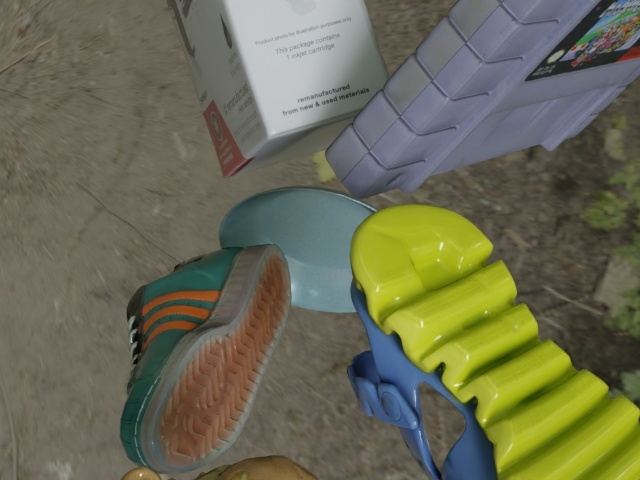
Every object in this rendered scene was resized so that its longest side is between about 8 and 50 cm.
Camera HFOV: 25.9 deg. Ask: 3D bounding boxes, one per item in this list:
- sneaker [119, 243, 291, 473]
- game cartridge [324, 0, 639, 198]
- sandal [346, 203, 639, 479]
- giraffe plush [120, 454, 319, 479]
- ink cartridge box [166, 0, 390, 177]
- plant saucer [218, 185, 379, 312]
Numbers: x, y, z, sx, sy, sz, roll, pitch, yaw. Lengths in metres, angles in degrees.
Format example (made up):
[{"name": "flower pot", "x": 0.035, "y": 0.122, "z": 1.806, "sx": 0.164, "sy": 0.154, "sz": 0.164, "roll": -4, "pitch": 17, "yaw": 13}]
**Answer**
[{"name": "sneaker", "x": -0.122, "y": 0.102, "z": 1.215, "sx": 0.121, "sy": 0.302, "sz": 0.108, "roll": -6, "pitch": 115, "yaw": 21}, {"name": "game cartridge", "x": 0.181, "y": -0.142, "z": 1.069, "sx": 0.355, "sy": 0.230, "sz": 0.068, "roll": -18, "pitch": 71, "yaw": -52}, {"name": "sandal", "x": 0.115, "y": 0.128, "z": 0.884, "sx": 0.126, "sy": 0.138, "sz": 0.317, "roll": -16, "pitch": 59, "yaw": -29}, {"name": "giraffe plush", "x": -0.035, "y": 0.203, "z": 0.816, "sx": 0.210, "sy": 0.170, "sz": 0.181, "roll": -24, "pitch": 139, "yaw": 17}, {"name": "ink cartridge box", "x": -0.054, "y": -0.209, "z": 1.159, "sx": 0.114, "sy": 0.197, "sz": 0.272, "roll": -17, "pitch": 87, "yaw": -16}, {"name": "plant saucer", "x": 0.000, "y": 0.000, "z": 1.353, "sx": 0.195, "sy": 0.195, "sz": 0.037, "roll": 26, "pitch": 51, "yaw": -15}]
